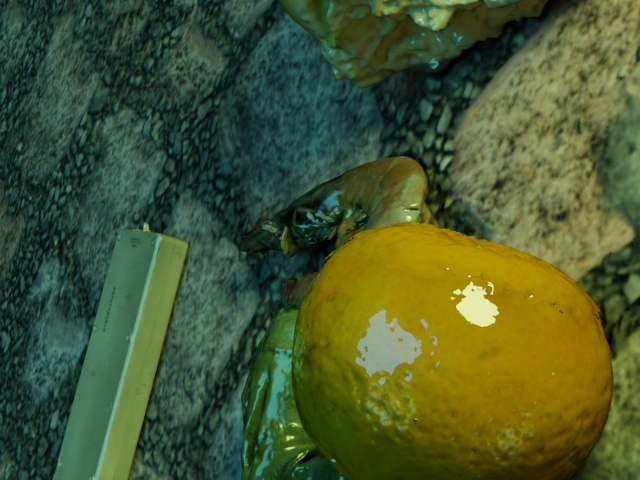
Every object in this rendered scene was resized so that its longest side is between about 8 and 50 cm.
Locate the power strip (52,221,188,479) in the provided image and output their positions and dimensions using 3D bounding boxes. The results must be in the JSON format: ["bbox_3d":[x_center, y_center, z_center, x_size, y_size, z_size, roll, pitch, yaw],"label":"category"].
[{"bbox_3d":[-0.225,0.161,1.443,0.106,0.043,0.367,6,80,55],"label":"power strip"}]

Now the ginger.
[{"bbox_3d":[-0.013,0.183,1.106,0.137,0.089,0.290,125,150,-44],"label":"ginger"}]

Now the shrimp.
[{"bbox_3d":[-0.001,-0.001,1.171,0.251,0.052,0.143,-23,36,52],"label":"shrimp"}]

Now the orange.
[{"bbox_3d":[0.085,0.086,0.890,0.193,0.219,0.219,-57,36,7],"label":"orange"}]

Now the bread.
[{"bbox_3d":[0.083,-0.304,1.075,0.316,0.211,0.270,-22,57,45],"label":"bread"}]
